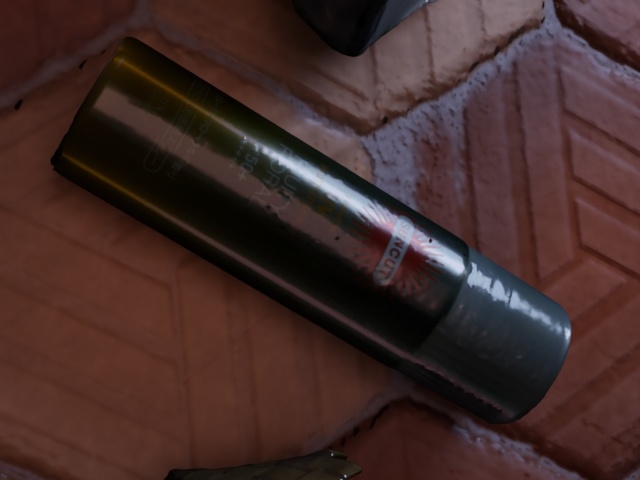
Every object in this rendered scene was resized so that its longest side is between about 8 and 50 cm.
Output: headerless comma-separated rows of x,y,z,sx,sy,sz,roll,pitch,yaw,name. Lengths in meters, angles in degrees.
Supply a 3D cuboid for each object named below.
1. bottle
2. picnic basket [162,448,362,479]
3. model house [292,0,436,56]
0.000,0.000,0.636,0.286,0.082,0.082,31,75,-12,bottle
0.014,0.176,0.597,0.178,0.128,0.137,-7,104,-17,picnic basket
0.005,-0.288,0.597,0.190,0.271,0.301,-36,79,-33,model house
